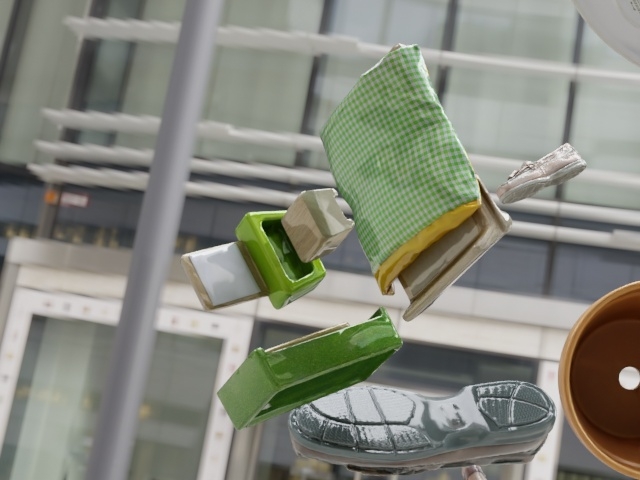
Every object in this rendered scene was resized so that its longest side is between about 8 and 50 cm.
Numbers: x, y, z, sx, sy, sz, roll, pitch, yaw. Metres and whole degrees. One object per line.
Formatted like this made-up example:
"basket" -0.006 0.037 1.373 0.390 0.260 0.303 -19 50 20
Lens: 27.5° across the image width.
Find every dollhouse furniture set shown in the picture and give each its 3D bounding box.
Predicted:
"dollhouse furniture set" 0.000 0.000 1.128 0.151 0.197 0.301 -15 -22 -35

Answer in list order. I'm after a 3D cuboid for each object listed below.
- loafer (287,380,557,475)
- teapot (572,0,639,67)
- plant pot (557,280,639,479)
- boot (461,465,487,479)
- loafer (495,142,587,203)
"loafer" 0.100 0.199 1.285 0.267 0.096 0.084 -3 -52 -10
"teapot" 0.382 -0.302 1.339 0.252 0.187 0.256 37 -15 15
"plant pot" 0.486 0.209 1.961 0.291 0.291 0.203 10 -6 -1
"boot" 0.217 0.338 1.774 0.042 0.087 0.118 -20 -22 -6
"loafer" 0.250 -0.078 1.512 0.125 0.039 0.045 -20 -19 -25
